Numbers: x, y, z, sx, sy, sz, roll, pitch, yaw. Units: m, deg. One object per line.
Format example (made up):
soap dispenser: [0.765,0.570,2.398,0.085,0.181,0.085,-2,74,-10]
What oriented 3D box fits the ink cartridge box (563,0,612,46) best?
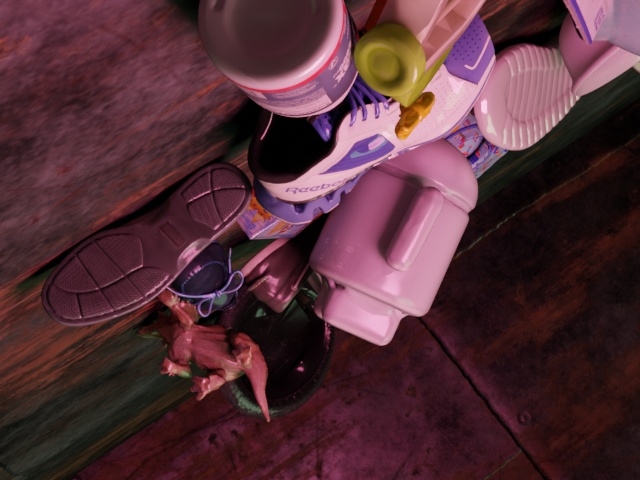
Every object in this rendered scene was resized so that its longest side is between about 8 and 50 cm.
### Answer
ink cartridge box: [0.240,-0.312,0.734,0.307,0.072,0.303,-62,166,12]

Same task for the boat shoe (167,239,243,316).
boat shoe: [-0.158,0.058,1.492,0.109,0.089,0.258,-36,172,5]

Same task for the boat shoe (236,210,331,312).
boat shoe: [0.000,0.000,1.650,0.335,0.095,0.112,-39,180,-35]

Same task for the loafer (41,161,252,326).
loafer: [-0.191,0.013,1.130,0.267,0.096,0.084,-35,177,-13]

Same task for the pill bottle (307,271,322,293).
pill bottle: [0.088,-0.014,1.841,0.272,0.152,0.152,-34,171,-11]

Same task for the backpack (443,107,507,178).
backpack: [0.223,-0.160,1.701,0.158,0.117,0.173,-41,167,29]

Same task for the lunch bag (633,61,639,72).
lunch bag: [0.642,-0.415,1.777,0.235,0.169,0.287,-36,164,28]

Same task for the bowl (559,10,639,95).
bowl: [0.466,-0.359,1.485,0.298,0.134,0.298,-34,172,-5]

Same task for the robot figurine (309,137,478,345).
robot figurine: [0.114,-0.022,1.514,0.353,0.200,0.300,-66,-167,-3]

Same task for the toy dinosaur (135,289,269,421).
toy dinosaur: [-0.173,0.173,1.621,0.127,0.296,0.200,-61,167,4]

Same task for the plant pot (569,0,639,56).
plant pot: [0.346,-0.302,0.990,0.196,0.293,0.293,-10,174,8]

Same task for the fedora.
fedora: [-0.125,0.206,2.043,0.152,0.334,0.334,0,-159,46]

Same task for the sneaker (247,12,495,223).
sneaker: [0.044,-0.144,1.035,0.315,0.127,0.182,-40,166,3]

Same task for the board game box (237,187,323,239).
board game box: [-0.033,-0.067,1.399,0.194,0.060,0.194,-40,171,27]

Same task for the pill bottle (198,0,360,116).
pill bottle: [-0.023,-0.157,0.792,0.108,0.108,0.180,-36,172,6]

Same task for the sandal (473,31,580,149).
sandal: [0.333,-0.251,1.640,0.102,0.169,0.416,8,-159,35]

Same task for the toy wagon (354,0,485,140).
toy wagon: [0.116,-0.221,0.819,0.267,0.068,0.344,-48,171,-40]
